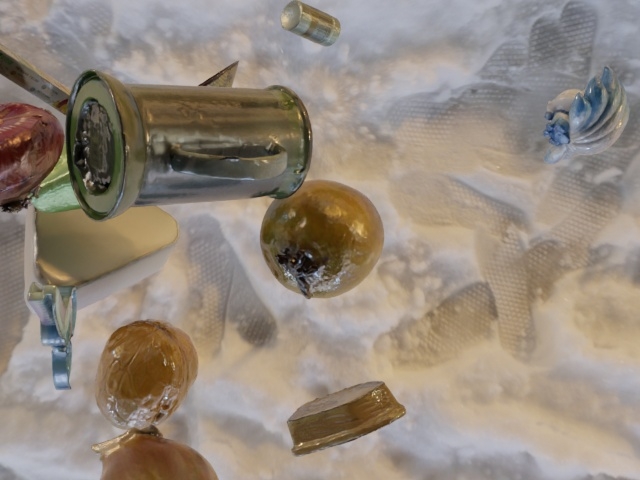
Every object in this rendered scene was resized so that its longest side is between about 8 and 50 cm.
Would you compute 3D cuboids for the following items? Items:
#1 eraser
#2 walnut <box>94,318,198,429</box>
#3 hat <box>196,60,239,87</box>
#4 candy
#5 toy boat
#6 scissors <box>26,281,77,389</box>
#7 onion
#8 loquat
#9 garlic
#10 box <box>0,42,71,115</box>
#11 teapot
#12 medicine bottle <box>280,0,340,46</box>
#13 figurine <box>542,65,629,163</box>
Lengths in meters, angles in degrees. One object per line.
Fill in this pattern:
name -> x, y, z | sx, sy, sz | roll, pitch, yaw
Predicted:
eraser -> -0.499, 0.015, 1.432 | 0.331, 0.331, 0.150 | 34, 135, -7
walnut -> -0.341, 0.261, 1.337 | 0.195, 0.195, 0.221 | 26, 113, -6
hat -> -0.250, -0.337, 1.614 | 0.193, 0.193, 0.082 | -32, 106, 5
candy -> -0.374, -0.150, 1.264 | 0.344, 0.132, 0.142 | -15, 85, 15
toy boat -> 0.041, 0.276, 1.096 | 0.188, 0.116, 0.061 | -23, 87, 17
scissors -> -0.284, 0.088, 0.742 | 0.030, 0.256, 0.125 | 2, 72, -14
onion -> -0.503, -0.120, 1.070 | 0.230, 0.230, 0.163 | -12, 124, 1
loquat -> 0.000, 0.000, 1.270 | 0.244, 0.244, 0.243 | 0, 101, -1
garlic -> -0.181, 0.331, 0.757 | 0.149, 0.266, 0.128 | -27, 119, 12
box -> -0.490, -0.274, 1.145 | 0.041, 0.207, 0.050 | -44, 62, 5
teapot -> -0.156, -0.133, 0.987 | 0.337, 0.271, 0.200 | -8, 110, -39
medicine bottle -> -0.014, -0.321, 1.020 | 0.083, 0.047, 0.047 | 6, 105, -46
figurine -> 0.282, -0.134, 0.724 | 0.079, 0.114, 0.114 | 34, 100, 25
